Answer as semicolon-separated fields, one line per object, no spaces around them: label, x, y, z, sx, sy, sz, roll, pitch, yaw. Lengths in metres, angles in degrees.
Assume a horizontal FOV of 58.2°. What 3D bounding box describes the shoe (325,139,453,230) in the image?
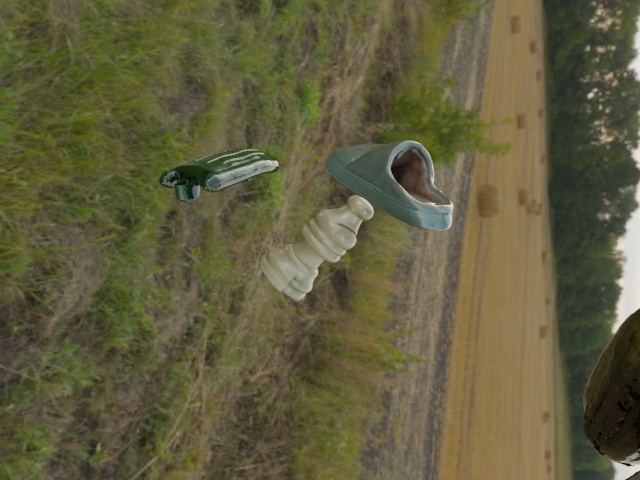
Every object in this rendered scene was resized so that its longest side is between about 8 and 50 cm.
shoe;0.100;-0.097;0.803;0.103;0.251;0.100;11;110;-37

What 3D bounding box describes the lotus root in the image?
lotus root;0.562;0.238;0.953;0.179;0.196;0.397;-73;167;-46

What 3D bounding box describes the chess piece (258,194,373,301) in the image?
chess piece;0.000;0.000;1.425;0.124;0.307;0.138;24;28;-50

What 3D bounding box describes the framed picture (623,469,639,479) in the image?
framed picture;0.542;0.369;0.858;0.247;0.335;0.022;18;34;-27

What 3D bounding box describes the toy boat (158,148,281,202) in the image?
toy boat;-0.132;-0.101;0.822;0.210;0.104;0.052;-30;120;-57
